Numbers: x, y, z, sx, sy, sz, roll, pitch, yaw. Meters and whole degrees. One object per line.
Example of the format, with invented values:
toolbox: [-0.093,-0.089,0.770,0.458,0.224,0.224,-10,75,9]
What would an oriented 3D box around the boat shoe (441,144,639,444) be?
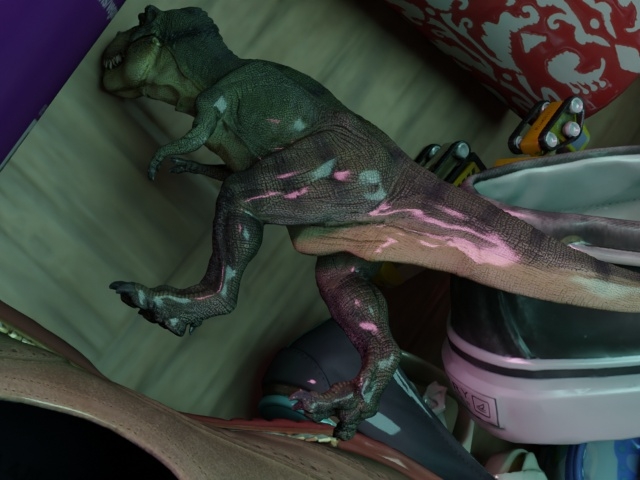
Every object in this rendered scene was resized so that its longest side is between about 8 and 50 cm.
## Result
boat shoe: [0.213,-0.002,0.630,0.335,0.121,0.119,-12,120,-11]

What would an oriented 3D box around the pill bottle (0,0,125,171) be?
pill bottle: [-0.118,-0.152,0.482,0.181,0.181,0.323,36,87,-23]

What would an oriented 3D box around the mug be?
mug: [0.085,-0.140,0.686,0.169,0.150,0.113,40,54,-26]

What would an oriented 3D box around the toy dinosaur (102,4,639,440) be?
toy dinosaur: [0.000,0.000,0.575,0.268,0.064,0.118,29,80,19]

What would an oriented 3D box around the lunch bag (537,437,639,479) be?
lunch bag: [0.205,0.068,0.736,0.176,0.090,0.219,24,68,2]

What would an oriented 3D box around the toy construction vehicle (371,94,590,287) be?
toy construction vehicle: [0.072,-0.018,0.693,0.035,0.086,0.098,51,60,-23]

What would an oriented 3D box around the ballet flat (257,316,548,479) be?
ballet flat: [0.060,0.106,0.677,0.203,0.074,0.074,45,62,-16]

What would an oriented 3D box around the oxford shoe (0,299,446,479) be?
oxford shoe: [-0.039,0.124,0.554,0.348,0.130,0.123,23,94,-21]
